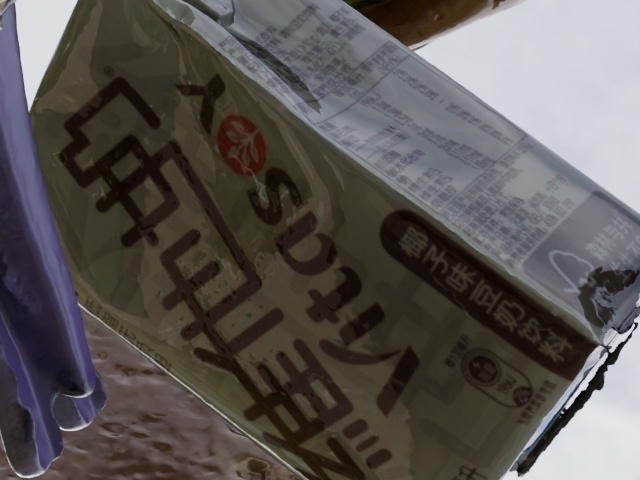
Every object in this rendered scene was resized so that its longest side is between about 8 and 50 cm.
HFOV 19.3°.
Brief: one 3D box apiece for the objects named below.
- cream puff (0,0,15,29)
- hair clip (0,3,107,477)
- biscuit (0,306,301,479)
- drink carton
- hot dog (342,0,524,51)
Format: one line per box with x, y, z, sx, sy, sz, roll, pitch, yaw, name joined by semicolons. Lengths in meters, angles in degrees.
-0.095;-0.088;0.380;0.133;0.104;0.119;-55;-153;40;cream puff
-0.132;-0.058;0.673;0.090;0.137;0.278;-1;-76;9;hair clip
-0.087;0.139;1.342;0.365;0.385;0.062;40;-51;38;biscuit
0.001;0.000;0.996;0.324;0.132;0.194;37;-55;11;drink carton
0.039;-0.194;1.316;0.337;0.100;0.135;-19;-116;18;hot dog
